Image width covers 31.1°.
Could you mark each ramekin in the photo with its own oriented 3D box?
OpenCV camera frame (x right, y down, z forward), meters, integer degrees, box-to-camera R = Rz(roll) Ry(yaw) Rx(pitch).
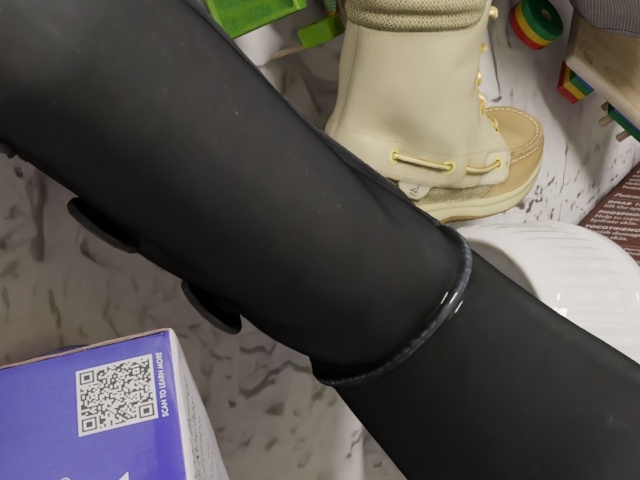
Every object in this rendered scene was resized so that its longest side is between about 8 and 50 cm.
[{"bbox_3d":[0.132,0.084,0.824,0.109,0.207,0.207,7,83,-42],"label":"ramekin"}]

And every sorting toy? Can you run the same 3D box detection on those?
[{"bbox_3d":[0.284,-0.156,1.100,0.274,0.046,0.132,36,45,-18],"label":"sorting toy"}]

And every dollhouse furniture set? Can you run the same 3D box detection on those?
[{"bbox_3d":[-0.020,-0.168,0.780,0.076,0.059,0.151,69,23,-12],"label":"dollhouse furniture set"}]

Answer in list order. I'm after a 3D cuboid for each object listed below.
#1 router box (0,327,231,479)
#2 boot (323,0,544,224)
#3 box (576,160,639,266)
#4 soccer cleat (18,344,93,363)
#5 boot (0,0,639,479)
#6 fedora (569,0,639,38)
[{"bbox_3d":[-0.050,0.260,0.472,0.301,0.082,0.335,79,-2,-48],"label":"router box"},{"bbox_3d":[0.095,-0.119,0.816,0.262,0.095,0.203,-18,127,-44],"label":"boot"},{"bbox_3d":[0.348,0.039,1.124,0.381,0.143,0.191,-35,123,-45],"label":"box"},{"bbox_3d":[-0.163,0.130,0.537,0.248,0.095,0.083,-36,116,-45],"label":"soccer cleat"},{"bbox_3d":[-0.001,0.000,0.522,0.146,0.367,0.445,-50,128,-7],"label":"boot"},{"bbox_3d":[0.284,-0.256,0.988,0.244,0.275,0.124,-24,130,-6],"label":"fedora"}]
